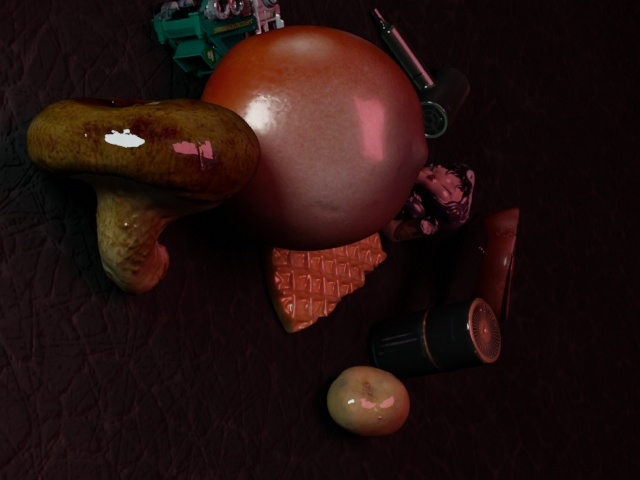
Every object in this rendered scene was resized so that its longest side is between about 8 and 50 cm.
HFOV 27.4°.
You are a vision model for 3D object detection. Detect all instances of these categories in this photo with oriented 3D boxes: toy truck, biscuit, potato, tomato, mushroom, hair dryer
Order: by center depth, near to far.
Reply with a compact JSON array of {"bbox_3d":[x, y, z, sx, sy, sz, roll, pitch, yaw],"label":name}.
[{"bbox_3d":[-0.201,-0.082,1.583,0.267,0.267,0.254,-26,91,-55],"label":"mushroom"},{"bbox_3d":[-0.008,-0.135,1.806,0.321,0.321,0.321,26,56,-47],"label":"tomato"},{"bbox_3d":[-0.141,-0.301,1.897,0.216,0.110,0.116,-29,113,-56],"label":"toy truck"},{"bbox_3d":[0.075,0.245,1.962,0.147,0.112,0.112,7,70,-46],"label":"potato"},{"bbox_3d":[0.000,0.000,2.016,0.309,0.040,0.204,-37,106,-54],"label":"biscuit"},{"bbox_3d":[0.212,0.077,2.154,0.107,0.189,0.352,56,37,-29],"label":"hair dryer"},{"bbox_3d":[0.290,0.035,2.314,0.228,0.112,0.199,-31,129,-82],"label":"tomato"},{"bbox_3d":[0.178,-0.331,2.386,0.248,0.078,0.195,54,37,-17],"label":"hair dryer"}]

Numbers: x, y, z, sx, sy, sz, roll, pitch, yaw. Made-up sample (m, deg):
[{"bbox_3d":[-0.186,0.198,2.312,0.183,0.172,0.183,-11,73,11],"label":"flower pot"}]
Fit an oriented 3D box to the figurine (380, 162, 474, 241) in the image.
[{"bbox_3d":[0.186,-0.057,2.230,0.222,0.145,0.145,-22,94,-46],"label":"figurine"}]
